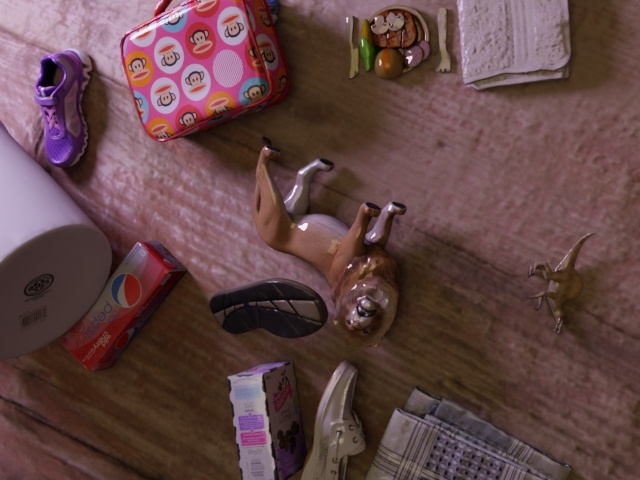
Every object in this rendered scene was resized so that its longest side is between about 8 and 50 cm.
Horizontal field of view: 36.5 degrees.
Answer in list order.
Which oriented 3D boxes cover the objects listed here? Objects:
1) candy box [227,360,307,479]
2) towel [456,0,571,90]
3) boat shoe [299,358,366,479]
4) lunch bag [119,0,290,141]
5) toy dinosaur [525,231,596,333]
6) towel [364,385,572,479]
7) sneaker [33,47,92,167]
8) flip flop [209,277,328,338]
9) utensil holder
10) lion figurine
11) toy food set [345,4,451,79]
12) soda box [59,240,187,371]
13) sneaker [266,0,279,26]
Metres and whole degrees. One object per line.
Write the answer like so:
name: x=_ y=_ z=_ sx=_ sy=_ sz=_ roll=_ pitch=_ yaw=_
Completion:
candy box: x=-0.092 y=0.323 z=1.723 sx=0.070 sy=0.165 sz=0.196 roll=-9 pitch=89 yaw=18
towel: x=0.322 y=-0.401 z=1.636 sx=0.187 sy=0.049 sz=0.282 roll=-6 pitch=89 yaw=17
boat shoe: x=0.038 y=0.347 z=1.722 sx=0.096 sy=0.098 sz=0.277 roll=17 pitch=105 yaw=17
lunch bag: x=-0.219 y=-0.334 z=1.749 sx=0.293 sy=0.120 sz=0.258 roll=-16 pitch=96 yaw=26
toy dinosaur: x=0.398 y=0.061 z=1.627 sx=0.092 sy=0.053 sz=0.183 roll=12 pitch=103 yaw=2
towel: x=0.228 y=0.454 z=1.679 sx=0.312 sy=0.056 sz=0.324 roll=26 pitch=98 yaw=16
sneaker: x=-0.512 y=-0.260 z=1.883 sx=0.095 sy=0.104 sz=0.237 roll=5 pitch=94 yaw=17
flip flop: x=-0.090 y=0.115 z=1.740 sx=0.277 sy=0.080 sz=0.112 roll=-10 pitch=104 yaw=47
utensil holder: x=-0.615 y=-0.021 z=1.768 sx=0.385 sy=0.327 sz=0.328 roll=40 pitch=103 yaw=25
lion figurine: x=0.000 y=0.000 z=1.719 sx=0.392 sy=0.142 sz=0.240 roll=36 pitch=116 yaw=29
toy food set: x=0.130 y=-0.350 z=1.704 sx=0.191 sy=0.038 sz=0.133 roll=-2 pitch=90 yaw=18
soda box: x=-0.378 y=0.126 z=1.857 sx=0.092 sy=0.083 sz=0.263 roll=42 pitch=102 yaw=13
sneaker: x=-0.136 y=-0.438 z=1.790 sx=0.135 sy=0.052 sz=0.058 roll=20 pitch=87 yaw=9
